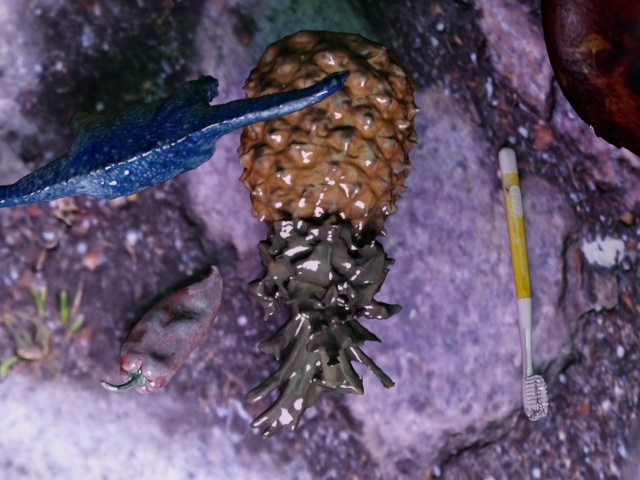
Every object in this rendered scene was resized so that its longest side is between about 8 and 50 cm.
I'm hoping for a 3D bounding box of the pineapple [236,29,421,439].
[{"bbox_3d":[0.000,0.000,0.852,0.169,0.169,0.340,12,73,-23],"label":"pineapple"}]

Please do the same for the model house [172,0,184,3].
[{"bbox_3d":[-0.114,-0.269,0.934,0.083,0.066,0.079,-21,96,-13],"label":"model house"}]

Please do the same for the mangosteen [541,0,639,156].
[{"bbox_3d":[0.414,-0.277,1.027,0.381,0.381,0.421,17,55,-22],"label":"mangosteen"}]

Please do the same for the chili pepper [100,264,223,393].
[{"bbox_3d":[-0.127,0.078,0.826,0.050,0.041,0.153,59,41,-23],"label":"chili pepper"}]

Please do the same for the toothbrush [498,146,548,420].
[{"bbox_3d":[0.207,0.038,1.015,0.021,0.024,0.288,4,73,-24],"label":"toothbrush"}]

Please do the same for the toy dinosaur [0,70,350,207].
[{"bbox_3d":[-0.150,-0.076,0.806,0.363,0.147,0.076,-20,105,2],"label":"toy dinosaur"}]
